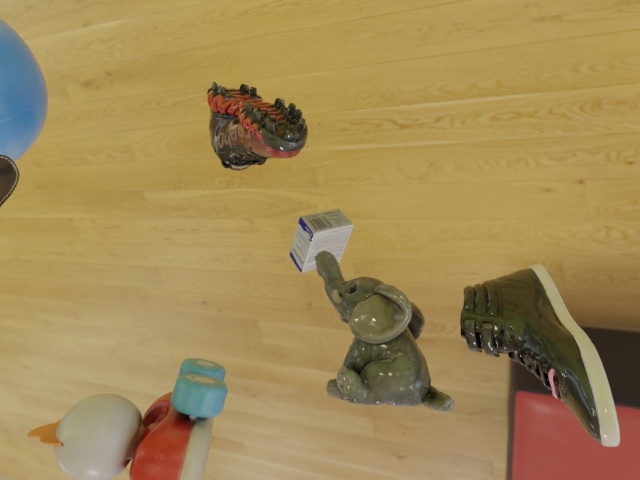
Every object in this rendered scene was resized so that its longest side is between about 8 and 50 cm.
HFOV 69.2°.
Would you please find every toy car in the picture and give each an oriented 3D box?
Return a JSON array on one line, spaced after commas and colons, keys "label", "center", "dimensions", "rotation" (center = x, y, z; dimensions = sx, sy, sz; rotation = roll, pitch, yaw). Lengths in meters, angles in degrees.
[{"label": "toy car", "center": [-0.277, 0.277, 0.663], "dimensions": [0.238, 0.210, 0.219], "rotation": [16, 84, -12]}]

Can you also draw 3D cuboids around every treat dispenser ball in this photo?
[{"label": "treat dispenser ball", "center": [-0.601, -0.243, 0.740], "dimensions": [0.288, 0.288, 0.288], "rotation": [11, 122, 17]}]

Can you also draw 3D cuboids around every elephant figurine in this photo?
[{"label": "elephant figurine", "center": [0.089, 0.132, 0.738], "dimensions": [0.186, 0.239, 0.169], "rotation": [8, 167, -16]}]

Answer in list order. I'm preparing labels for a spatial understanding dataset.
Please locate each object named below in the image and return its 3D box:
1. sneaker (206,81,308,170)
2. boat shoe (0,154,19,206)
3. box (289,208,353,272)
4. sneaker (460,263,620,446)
[{"label": "sneaker", "center": [-0.107, -0.166, 0.747], "dimensions": [0.276, 0.098, 0.135], "rotation": [38, 128, 48]}, {"label": "boat shoe", "center": [-0.387, -0.033, 0.489], "dimensions": [0.073, 0.223, 0.080], "rotation": [-10, 120, 13]}, {"label": "box", "center": [0.000, 0.000, 1.176], "dimensions": [0.072, 0.126, 0.137], "rotation": [51, 138, 34]}, {"label": "sneaker", "center": [0.277, 0.153, 0.632], "dimensions": [0.147, 0.296, 0.104], "rotation": [-15, 122, 11]}]
